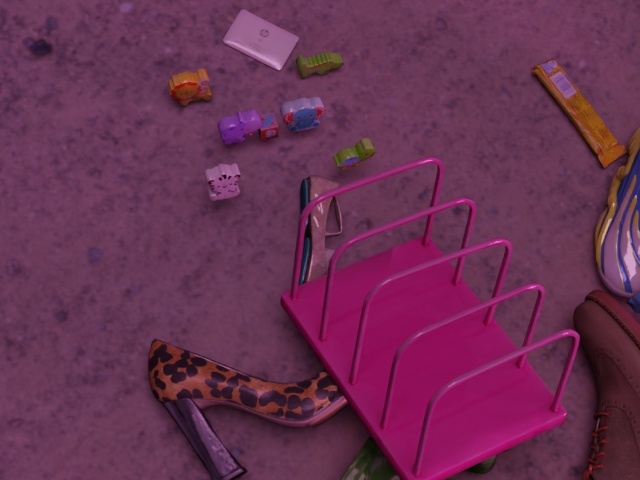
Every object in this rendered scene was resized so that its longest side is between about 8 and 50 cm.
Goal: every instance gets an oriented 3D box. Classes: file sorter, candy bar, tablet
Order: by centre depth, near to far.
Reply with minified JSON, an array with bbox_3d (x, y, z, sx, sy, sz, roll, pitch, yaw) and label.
[{"bbox_3d":[0.118,0.079,1.713,0.202,0.182,0.290,-21,54,-22],"label":"file sorter"},{"bbox_3d":[0.324,-0.164,1.981,0.040,0.018,0.161,-31,76,-18],"label":"candy bar"},{"bbox_3d":[-0.075,-0.253,1.984,0.083,0.006,0.054,27,71,4],"label":"tablet"}]

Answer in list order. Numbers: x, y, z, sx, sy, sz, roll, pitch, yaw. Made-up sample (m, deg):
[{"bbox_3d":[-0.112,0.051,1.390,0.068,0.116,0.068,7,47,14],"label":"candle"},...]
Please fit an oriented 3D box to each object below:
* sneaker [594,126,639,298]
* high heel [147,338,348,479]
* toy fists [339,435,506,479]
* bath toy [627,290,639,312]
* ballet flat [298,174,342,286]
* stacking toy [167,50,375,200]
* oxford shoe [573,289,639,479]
[{"bbox_3d":[0.393,-0.054,1.892,0.091,0.126,0.240,15,70,0],"label":"sneaker"},{"bbox_3d":[-0.060,0.138,1.805,0.261,0.093,0.186,-32,78,-9],"label":"high heel"},{"bbox_3d":[0.126,0.243,1.785,0.142,0.096,0.279,33,70,6],"label":"toy fists"},{"bbox_3d":[0.490,0.192,1.813,0.129,0.151,0.348,-19,75,-49],"label":"bath toy"},{"bbox_3d":[0.000,0.000,1.879,0.052,0.057,0.168,8,71,-12],"label":"ballet flat"},{"bbox_3d":[-0.058,-0.148,1.905,0.221,0.052,0.167,-13,59,-10],"label":"stacking toy"},{"bbox_3d":[0.353,0.225,1.799,0.130,0.123,0.348,-21,73,-6],"label":"oxford shoe"}]
